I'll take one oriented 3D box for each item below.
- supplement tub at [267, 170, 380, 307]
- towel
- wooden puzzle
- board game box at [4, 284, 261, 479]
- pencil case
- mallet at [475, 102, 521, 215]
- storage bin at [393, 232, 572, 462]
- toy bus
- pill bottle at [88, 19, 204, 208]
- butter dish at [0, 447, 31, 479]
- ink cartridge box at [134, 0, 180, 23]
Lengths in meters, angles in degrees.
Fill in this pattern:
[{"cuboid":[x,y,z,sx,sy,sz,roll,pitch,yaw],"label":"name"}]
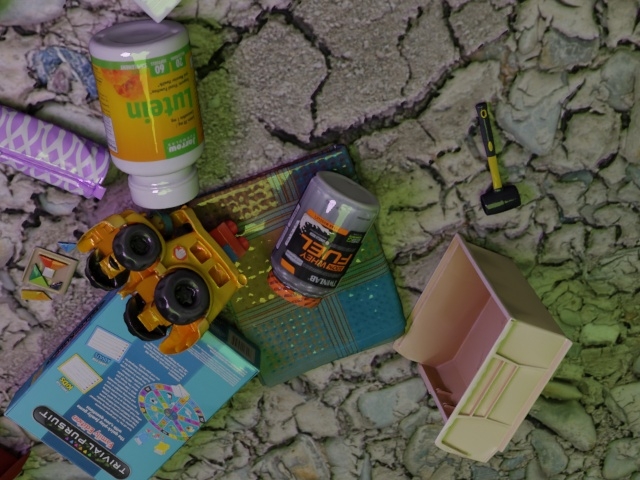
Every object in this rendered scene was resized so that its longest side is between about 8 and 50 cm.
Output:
[{"cuboid":[0.000,0.000,1.541,0.117,0.117,0.190,20,111,-20],"label":"supplement tub"},{"cuboid":[-0.029,0.047,1.647,0.272,0.040,0.370,-20,118,0],"label":"towel"},{"cuboid":[-0.424,0.050,1.589,0.079,0.014,0.116,13,115,-17],"label":"wooden puzzle"},{"cuboid":[-0.302,0.229,1.648,0.254,0.079,0.336,41,105,-15],"label":"board game box"},{"cuboid":[-0.404,-0.128,1.455,0.206,0.088,0.086,19,115,-20],"label":"pencil case"},{"cuboid":[0.281,-0.130,1.610,0.062,0.039,0.189,-10,115,-3],"label":"mallet"},{"cuboid":[0.246,0.173,1.635,0.123,0.262,0.260,19,113,-21],"label":"storage bin"},{"cuboid":[-0.214,0.024,1.501,0.220,0.211,0.149,51,145,-8],"label":"toy bus"},{"cuboid":[-0.237,-0.175,1.431,0.137,0.136,0.245,-9,119,-6],"label":"pill bottle"},{"cuboid":[-0.589,0.394,1.687,0.160,0.160,0.118,-43,93,14],"label":"butter dish"},{"cuboid":[-0.236,-0.386,1.360,0.109,0.063,0.150,-41,117,13],"label":"ink cartridge box"}]
